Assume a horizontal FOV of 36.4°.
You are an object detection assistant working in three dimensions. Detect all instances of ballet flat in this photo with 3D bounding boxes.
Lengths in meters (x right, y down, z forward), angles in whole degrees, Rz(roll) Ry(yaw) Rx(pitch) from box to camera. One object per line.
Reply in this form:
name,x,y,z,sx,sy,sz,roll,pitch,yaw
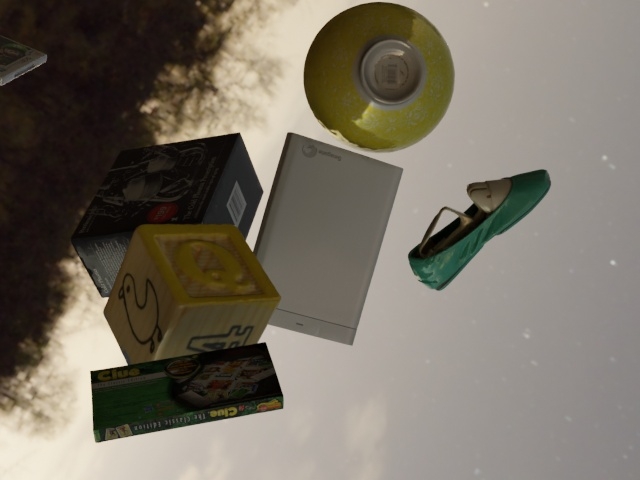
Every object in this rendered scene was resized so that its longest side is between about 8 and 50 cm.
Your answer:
ballet flat,0.224,-0.031,1.417,0.247,0.087,0.083,-44,-158,10

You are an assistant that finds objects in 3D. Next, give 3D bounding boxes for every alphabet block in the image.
alphabet block,-0.211,0.105,1.572,0.192,0.193,0.197,53,-50,35

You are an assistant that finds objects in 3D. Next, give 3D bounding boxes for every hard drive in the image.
hard drive,0.000,0.000,1.823,0.047,0.233,0.353,-166,-87,-72

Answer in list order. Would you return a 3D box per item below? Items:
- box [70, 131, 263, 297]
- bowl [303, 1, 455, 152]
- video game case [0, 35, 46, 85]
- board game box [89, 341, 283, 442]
box,-0.330,-0.058,2.160,0.312,0.179,0.343,-8,-143,18
bowl,0.118,-0.303,1.783,0.289,0.289,0.156,-58,-173,2
video game case,-0.688,-0.384,1.988,0.173,0.190,0.022,-58,169,-59
board game box,-0.191,0.210,1.371,0.136,0.260,0.030,-114,-162,-56
